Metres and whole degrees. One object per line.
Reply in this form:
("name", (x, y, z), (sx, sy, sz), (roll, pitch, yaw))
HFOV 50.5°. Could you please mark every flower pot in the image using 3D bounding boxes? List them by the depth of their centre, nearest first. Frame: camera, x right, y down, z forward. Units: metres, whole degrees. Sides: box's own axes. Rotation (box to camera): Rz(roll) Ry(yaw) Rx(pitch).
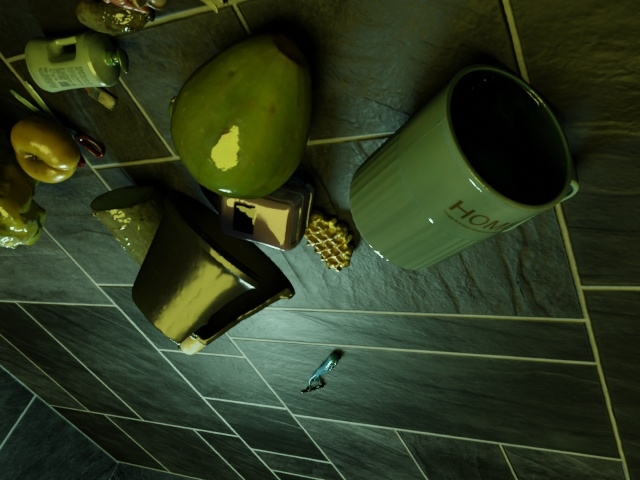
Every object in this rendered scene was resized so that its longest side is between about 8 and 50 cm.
("flower pot", (-0.281, 0.084, 1.578), (0.379, 0.251, 0.379), (40, -173, -6))

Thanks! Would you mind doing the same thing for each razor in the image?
("razor", (0.005, 0.417, 2.142), (0.082, 0.042, 0.253), (-10, 152, -25))

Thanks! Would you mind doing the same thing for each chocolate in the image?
("chocolate", (-0.381, 0.307, 2.210), (0.086, 0.085, 0.219), (38, 138, -18))

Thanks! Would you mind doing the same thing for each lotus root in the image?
("lotus root", (-0.387, -0.432, 1.270), (0.179, 0.089, 0.080), (11, 135, 22))

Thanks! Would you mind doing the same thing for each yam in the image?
("yam", (-0.436, -0.019, 1.752), (0.168, 0.168, 0.304), (-3, 134, 33))

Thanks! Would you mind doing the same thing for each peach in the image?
("peach", (-0.675, -0.220, 1.666), (0.179, 0.103, 0.179), (16, 140, 14))

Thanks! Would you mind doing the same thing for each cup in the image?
("cup", (0.250, -0.120, 1.197), (0.311, 0.331, 0.256), (-37, 79, 53))

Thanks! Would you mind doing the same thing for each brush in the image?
("brush", (-0.532, -0.353, 1.519), (0.170, 0.014, 0.043), (36, 142, -12))

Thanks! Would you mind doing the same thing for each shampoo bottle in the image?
("shampoo bottle", (-0.494, -0.372, 1.407), (0.234, 0.087, 0.118), (3, 121, 27))

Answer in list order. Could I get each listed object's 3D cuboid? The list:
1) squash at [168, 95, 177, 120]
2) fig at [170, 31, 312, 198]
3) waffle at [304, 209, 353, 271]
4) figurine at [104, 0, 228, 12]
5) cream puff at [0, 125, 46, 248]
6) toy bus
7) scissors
("squash", (-0.247, -0.233, 1.443), (0.095, 0.095, 0.188), (-18, 121, 43))
("fig", (-0.135, -0.235, 1.251), (0.258, 0.258, 0.326), (29, 127, -5))
("waffle", (0.000, 0.000, 1.619), (0.161, 0.046, 0.192), (12, 141, 16))
("figurine", (-0.280, -0.448, 1.118), (0.387, 0.166, 0.207), (4, 160, 23))
("cream puff", (-0.868, -0.161, 1.731), (0.378, 0.275, 0.378), (29, -177, -2))
("toy bus", (-0.129, -0.073, 1.494), (0.202, 0.142, 0.142), (15, 122, 13))
("scissors", (-0.651, -0.285, 1.672), (0.144, 0.017, 0.247), (-14, 128, 41))
